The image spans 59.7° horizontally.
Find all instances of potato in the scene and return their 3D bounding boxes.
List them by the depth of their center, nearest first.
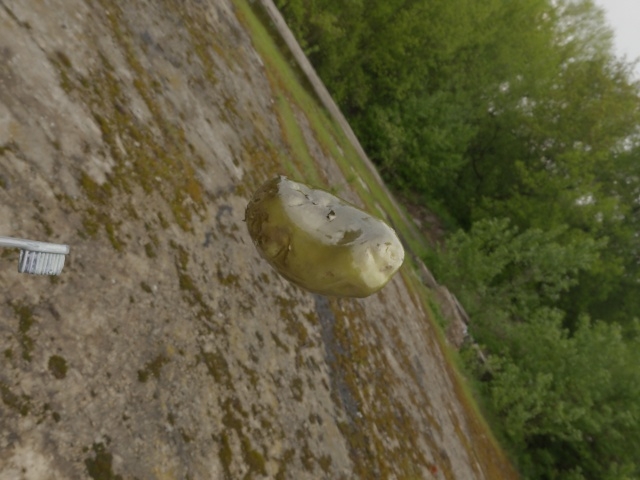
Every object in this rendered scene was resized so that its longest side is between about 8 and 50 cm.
[{"bbox_3d":[0.000,0.000,0.454,0.137,0.070,0.091,34,43,23],"label":"potato"}]

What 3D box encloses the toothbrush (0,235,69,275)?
[{"bbox_3d":[-0.264,0.001,0.338,0.354,0.024,0.029,30,65,-79],"label":"toothbrush"}]
